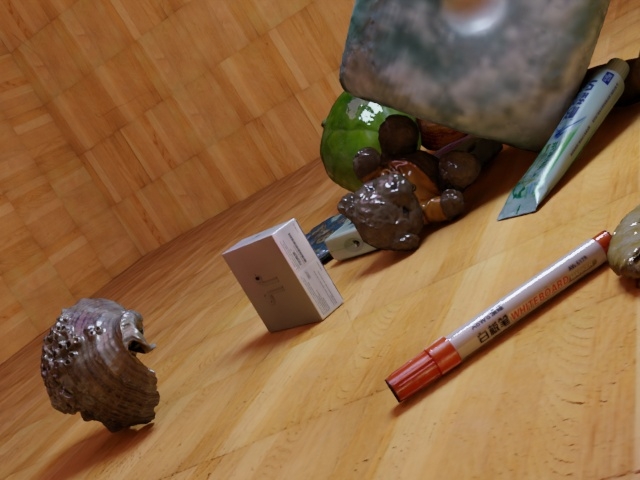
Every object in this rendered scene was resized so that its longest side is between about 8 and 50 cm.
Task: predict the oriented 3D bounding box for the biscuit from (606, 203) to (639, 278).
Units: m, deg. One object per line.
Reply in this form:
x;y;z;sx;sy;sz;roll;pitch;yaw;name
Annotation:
0.325;-0.029;0.707;0.219;0.033;0.220;-29;11;6;biscuit

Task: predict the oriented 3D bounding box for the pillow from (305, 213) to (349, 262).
-0.001;0.001;1.624;0.189;0.034;0.255;-34;9;-17;pillow

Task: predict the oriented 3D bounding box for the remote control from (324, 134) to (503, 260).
0.159;-0.080;1.486;0.344;0.050;0.145;-39;12;-37;remote control

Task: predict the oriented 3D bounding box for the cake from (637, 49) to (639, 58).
0.517;-0.308;1.352;0.185;0.116;0.079;-31;9;-27;cake

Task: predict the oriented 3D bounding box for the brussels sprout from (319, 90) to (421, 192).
0.097;-0.206;1.859;0.244;0.244;0.244;-31;9;5;brussels sprout

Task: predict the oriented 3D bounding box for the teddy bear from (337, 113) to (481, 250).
0.116;-0.064;1.290;0.190;0.177;0.140;-43;-25;-35;teddy bear

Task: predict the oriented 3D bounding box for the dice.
0.227;-0.330;1.355;0.348;0.328;0.330;-53;-19;-81;dice

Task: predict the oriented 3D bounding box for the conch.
-0.277;0.162;1.200;0.163;0.178;0.245;-43;15;-35;conch

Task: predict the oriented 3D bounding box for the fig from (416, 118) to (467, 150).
0.292;-0.265;1.905;0.201;0.134;0.146;-11;38;-3;fig

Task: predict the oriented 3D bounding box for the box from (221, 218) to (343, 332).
-0.051;0.049;1.221;0.051;0.130;0.129;-36;10;-37;box

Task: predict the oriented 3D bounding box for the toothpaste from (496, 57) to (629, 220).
0.319;-0.133;1.167;0.297;0.048;0.075;-50;16;-26;toothpaste

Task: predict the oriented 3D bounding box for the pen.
0.157;0.063;0.781;0.239;0.028;0.028;-33;9;-10;pen

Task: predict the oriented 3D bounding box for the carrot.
0.441;-0.225;1.260;0.070;0.070;0.342;-33;9;-11;carrot
